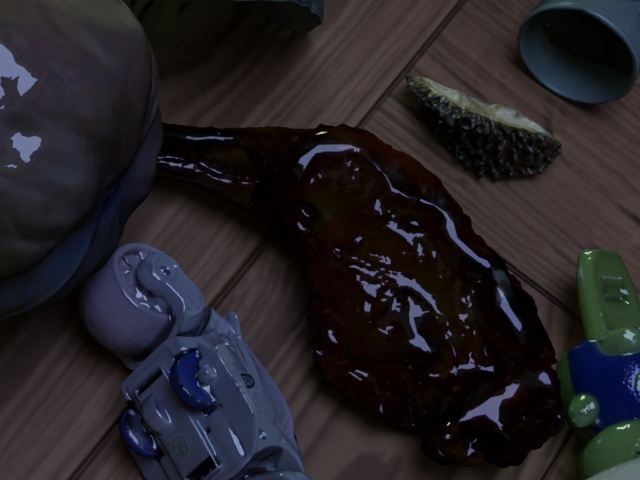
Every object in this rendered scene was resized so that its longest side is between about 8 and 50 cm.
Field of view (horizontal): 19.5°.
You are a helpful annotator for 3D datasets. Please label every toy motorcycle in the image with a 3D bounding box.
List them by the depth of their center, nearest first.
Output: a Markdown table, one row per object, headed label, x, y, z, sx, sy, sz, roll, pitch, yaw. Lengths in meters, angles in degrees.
| label | x | y | z | sx | sy | sz | roll | pitch | yaw |
| --- | --- | --- | --- | --- | --- | --- | --- | --- | --- |
| toy motorcycle | -0.063 | 0.110 | 1.176 | 0.112 | 0.112 | 0.254 | -24 | 72 | -28 |

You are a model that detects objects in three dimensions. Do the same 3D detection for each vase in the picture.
| label | x | y | z | sx | sy | sz | roll | pitch | yaw |
| --- | --- | --- | --- | --- | --- | --- | --- | --- | --- |
| vase | 0.238 | -0.211 | 1.446 | 0.096 | 0.096 | 0.219 | 33 | 55 | 0 |

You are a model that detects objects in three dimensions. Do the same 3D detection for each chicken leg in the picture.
| label | x | y | z | sx | sy | sz | roll | pitch | yaw |
| --- | --- | --- | --- | --- | --- | --- | --- | --- | --- |
| chicken leg | 0.000 | 0.000 | 1.255 | 0.407 | 0.096 | 0.158 | 36 | 77 | 4 |

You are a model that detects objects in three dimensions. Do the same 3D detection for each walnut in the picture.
| label | x | y | z | sx | sy | sz | roll | pitch | yaw |
| --- | --- | --- | --- | --- | --- | --- | --- | --- | --- |
| walnut | -0.216 | -0.070 | 1.118 | 0.248 | 0.248 | 0.248 | 8 | 61 | -15 |

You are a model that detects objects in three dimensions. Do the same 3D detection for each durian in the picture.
| label | x | y | z | sx | sy | sz | roll | pitch | yaw |
| --- | --- | --- | --- | --- | --- | --- | --- | --- | --- |
| durian | 0.120 | -0.087 | 1.360 | 0.130 | 0.052 | 0.066 | 23 | 56 | -6 |

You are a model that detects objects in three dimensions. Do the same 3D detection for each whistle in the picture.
| label | x | y | z | sx | sy | sz | roll | pitch | yaw |
| --- | --- | --- | --- | --- | --- | --- | --- | --- | --- |
| whistle | 0.212 | 0.109 | 1.270 | 0.105 | 0.085 | 0.227 | 7 | 61 | -26 |

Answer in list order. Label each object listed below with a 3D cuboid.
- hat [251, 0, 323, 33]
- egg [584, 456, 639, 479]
| label | x | y | z | sx | sy | sz | roll | pitch | yaw |
| --- | --- | --- | --- | --- | --- | --- | --- | --- | --- |
| hat | -0.122 | -0.265 | 1.301 | 0.258 | 0.168 | 0.301 | -3 | 65 | -22 |
| egg | 0.271 | 0.255 | 1.097 | 0.336 | 0.278 | 0.278 | 35 | 58 | -6 |
